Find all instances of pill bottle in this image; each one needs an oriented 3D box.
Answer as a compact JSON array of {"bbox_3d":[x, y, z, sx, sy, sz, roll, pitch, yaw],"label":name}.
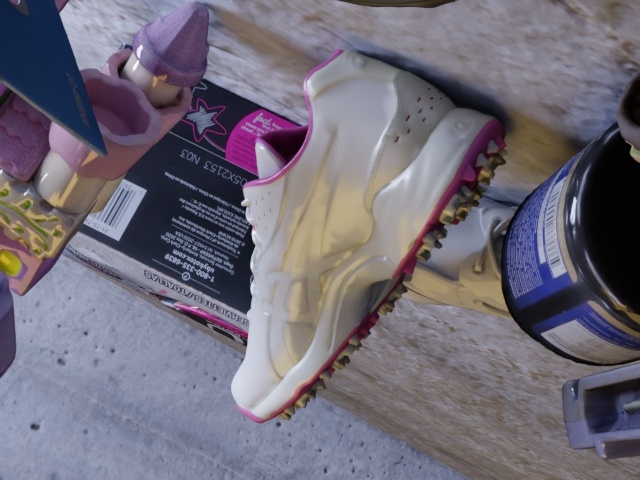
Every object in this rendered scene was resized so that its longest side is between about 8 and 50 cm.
[{"bbox_3d":[0.172,0.008,0.786,0.123,0.123,0.219,27,169,-1],"label":"pill bottle"}]

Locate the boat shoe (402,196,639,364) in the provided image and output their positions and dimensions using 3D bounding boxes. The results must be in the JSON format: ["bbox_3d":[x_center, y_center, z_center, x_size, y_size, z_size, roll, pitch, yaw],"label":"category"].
[{"bbox_3d":[0.142,0.013,0.989,0.258,0.095,0.084,16,164,0],"label":"boat shoe"}]

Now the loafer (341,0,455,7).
[{"bbox_3d":[-0.024,-0.166,0.600,0.267,0.096,0.084,28,-170,30],"label":"loafer"}]

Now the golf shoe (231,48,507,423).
[{"bbox_3d":[0.000,0.000,0.931,0.140,0.115,0.306,38,126,5],"label":"golf shoe"}]

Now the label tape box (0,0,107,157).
[{"bbox_3d":[-0.270,-0.157,0.580,0.348,0.115,0.249,34,-157,-46],"label":"label tape box"}]

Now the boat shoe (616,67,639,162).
[{"bbox_3d":[0.173,-0.073,0.471,0.097,0.116,0.324,22,173,6],"label":"boat shoe"}]

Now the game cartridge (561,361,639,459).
[{"bbox_3d":[0.288,0.078,0.742,0.230,0.068,0.355,-1,170,-6],"label":"game cartridge"}]

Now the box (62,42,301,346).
[{"bbox_3d":[-0.083,-0.018,1.121,0.247,0.163,0.142,26,166,5],"label":"box"}]

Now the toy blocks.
[{"bbox_3d":[-0.228,-0.115,0.837,0.288,0.309,0.260,36,125,-6],"label":"toy blocks"}]
